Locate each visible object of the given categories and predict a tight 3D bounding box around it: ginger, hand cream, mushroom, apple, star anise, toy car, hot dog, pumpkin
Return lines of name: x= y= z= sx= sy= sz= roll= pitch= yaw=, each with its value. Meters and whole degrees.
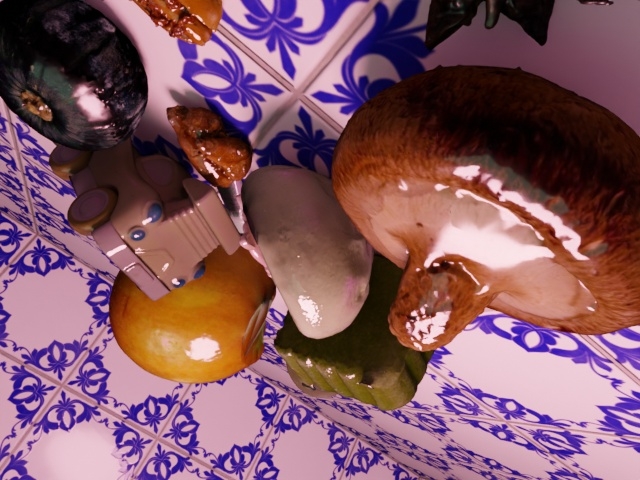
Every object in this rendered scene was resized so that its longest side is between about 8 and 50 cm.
ginger: x=-0.176 y=-0.149 z=0.760 sx=0.103 sy=0.073 sz=0.162 roll=-4 pitch=136 yaw=40
hand cream: x=-0.167 y=-0.091 z=0.902 sx=0.076 sy=0.047 sz=0.174 roll=14 pitch=140 yaw=31
mushroom: x=0.171 y=-0.033 z=0.493 sx=0.344 sy=0.239 sz=0.345 roll=4 pitch=148 yaw=3
apple: x=-0.270 y=0.142 z=1.094 sx=0.374 sy=0.375 sz=0.384 roll=24 pitch=-162 yaw=10
star anise: x=0.153 y=-0.210 z=0.349 sx=0.157 sy=0.054 sz=0.212 roll=33 pitch=152 yaw=-5
toy car: x=-0.326 y=-0.085 z=0.888 sx=0.336 sy=0.226 sz=0.242 roll=53 pitch=170 yaw=35
hot dog: x=-0.213 y=-0.314 z=0.508 sx=0.102 sy=0.076 sz=0.249 roll=2 pitch=144 yaw=49
pumpkin: x=-0.371 y=-0.243 z=0.697 sx=0.233 sy=0.163 sz=0.233 roll=21 pitch=152 yaw=12

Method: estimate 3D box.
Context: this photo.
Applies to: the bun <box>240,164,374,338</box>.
bun: x=0.000 y=0.000 z=0.722 sx=0.283 sy=0.179 sz=0.283 roll=155 pitch=90 yaw=-88

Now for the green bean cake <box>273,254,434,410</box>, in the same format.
green bean cake: x=0.076 y=0.154 z=0.852 sx=0.249 sy=0.247 sz=0.156 roll=8 pitch=146 yaw=34

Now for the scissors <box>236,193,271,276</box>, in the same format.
scissors: x=-0.070 y=0.016 z=0.923 sx=0.024 sy=0.160 sz=0.317 roll=-18 pitch=154 yaw=17

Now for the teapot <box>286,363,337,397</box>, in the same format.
teapot: x=0.081 y=0.263 z=1.133 sx=0.270 sy=0.201 sz=0.337 roll=9 pitch=156 yaw=-16
